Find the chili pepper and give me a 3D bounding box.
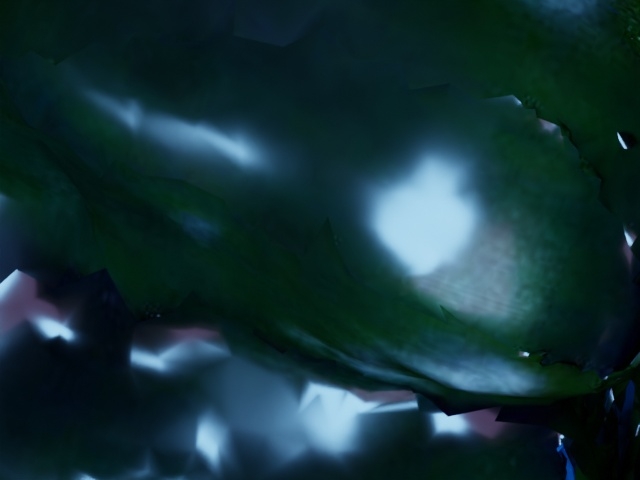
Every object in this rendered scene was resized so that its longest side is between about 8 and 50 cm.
[{"bbox_3d":[0.000,0.000,0.485,0.257,0.233,0.248,15,105,15],"label":"chili pepper"}]
